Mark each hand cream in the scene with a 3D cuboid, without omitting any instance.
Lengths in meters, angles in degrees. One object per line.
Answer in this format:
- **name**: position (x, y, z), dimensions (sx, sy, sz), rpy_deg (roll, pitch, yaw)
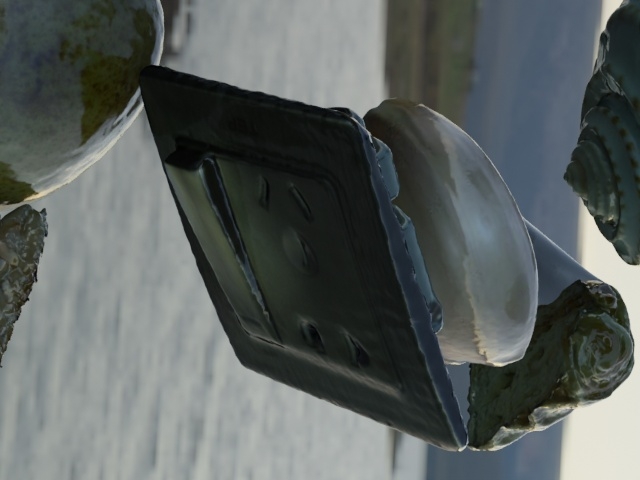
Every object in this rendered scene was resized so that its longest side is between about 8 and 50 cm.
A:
- **hand cream**: position (0.207, 0.028, 1.797), dimensions (0.087, 0.186, 0.054), rpy_deg (-53, -149, -9)

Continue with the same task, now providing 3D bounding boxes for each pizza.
- **pizza**: position (-0.274, 0.064, 1.244), dimensions (0.069, 0.226, 0.147), rpy_deg (48, 5, -32)

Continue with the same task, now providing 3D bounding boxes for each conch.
- **conch**: position (0.337, -0.128, 1.509), dimensions (0.319, 0.215, 0.303), rpy_deg (-30, 130, -30)

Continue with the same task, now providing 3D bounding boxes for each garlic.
- **garlic**: position (0.072, 0.008, 1.412), dimensions (0.228, 0.110, 0.217), rpy_deg (57, -30, 3)

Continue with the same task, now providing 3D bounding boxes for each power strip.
- **power strip**: position (0.000, -0.001, 1.245), dimensions (0.092, 0.251, 0.257), rpy_deg (-39, 123, -32)

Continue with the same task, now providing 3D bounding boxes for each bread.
- **bread**: position (0.211, 0.123, 1.705), dimensions (0.232, 0.088, 0.128), rpy_deg (-44, -157, 53)

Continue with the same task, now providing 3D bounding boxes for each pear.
- **pear**: position (-0.217, -0.140, 1.304), dimensions (0.188, 0.211, 0.228), rpy_deg (-149, -133, -73)
